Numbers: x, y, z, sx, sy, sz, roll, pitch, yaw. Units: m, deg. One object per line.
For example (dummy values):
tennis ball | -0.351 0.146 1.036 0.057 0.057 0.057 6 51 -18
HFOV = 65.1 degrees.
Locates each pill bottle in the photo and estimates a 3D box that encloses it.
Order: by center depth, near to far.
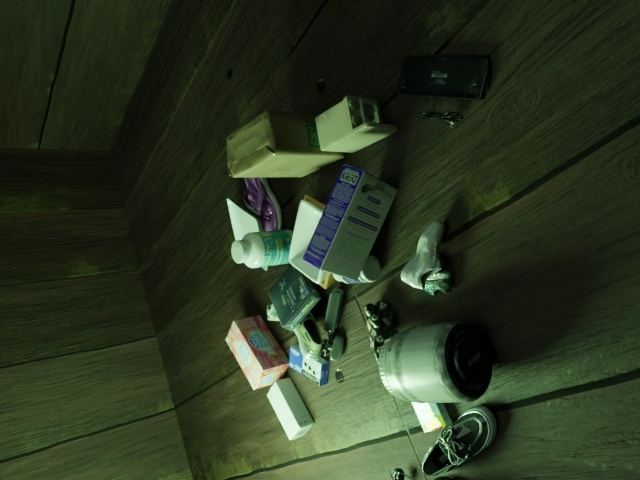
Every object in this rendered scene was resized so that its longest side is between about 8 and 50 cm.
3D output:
pill bottle | 0.122 0.105 1.767 0.169 0.094 0.094 -12 85 51
pill bottle | -0.226 0.034 2.048 0.146 0.264 0.146 10 103 50

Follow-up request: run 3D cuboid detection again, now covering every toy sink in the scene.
toy sink | 0.118 -0.393 1.666 0.234 0.153 0.131 -17 81 51

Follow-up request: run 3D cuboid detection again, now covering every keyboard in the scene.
keyboard | 0.348 -0.442 1.476 0.317 0.033 0.201 24 106 48

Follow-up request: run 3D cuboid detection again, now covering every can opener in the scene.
can opener | 0.057 0.320 1.909 0.093 0.074 0.280 10 107 14

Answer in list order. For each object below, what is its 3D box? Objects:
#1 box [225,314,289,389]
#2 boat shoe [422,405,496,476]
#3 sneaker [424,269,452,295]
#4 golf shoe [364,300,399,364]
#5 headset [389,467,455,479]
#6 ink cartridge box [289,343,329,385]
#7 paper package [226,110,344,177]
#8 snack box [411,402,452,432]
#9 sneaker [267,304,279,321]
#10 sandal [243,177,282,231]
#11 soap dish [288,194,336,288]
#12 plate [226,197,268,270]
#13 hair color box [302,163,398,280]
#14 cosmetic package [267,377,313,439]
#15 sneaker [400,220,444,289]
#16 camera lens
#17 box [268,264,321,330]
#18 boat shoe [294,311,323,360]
box | -0.289 0.501 2.273 0.300 0.154 0.142 51 130 35
boat shoe | 0.399 0.603 1.486 0.113 0.105 0.306 57 134 29
sneaker | 0.334 0.135 1.544 0.167 0.065 0.076 -11 90 52
golf shoe | 0.212 0.334 1.662 0.120 0.105 0.272 95 169 -46
headset | 0.319 0.824 1.525 0.394 0.244 0.185 -164 78 -71
ink cartridge box | -0.050 0.510 2.067 0.207 0.046 0.097 17 107 48
paper package | -0.130 -0.343 1.836 0.310 0.325 0.168 -14 84 51
snack box | 0.345 0.530 1.596 0.100 0.037 0.141 -42 63 44
sneaker | -0.189 0.311 2.201 0.161 0.057 0.075 -11 92 53
sandal | -0.289 -0.197 2.222 0.169 0.102 0.416 -41 64 46
soap dish | 0.000 0.000 1.885 0.229 0.118 0.290 34 120 43
plate | -0.321 -0.036 2.274 0.277 0.045 0.277 35 142 44
hair color box | 0.098 -0.054 1.631 0.110 0.185 0.338 30 97 46
cosmetic package | -0.132 0.725 2.167 0.231 0.086 0.117 57 133 31
sneaker | 0.330 0.048 1.493 0.094 0.080 0.212 31 96 43
camera lens | 0.332 0.354 1.446 0.274 0.220 0.219 -25 76 49
box | -0.108 0.216 1.991 0.183 0.059 0.232 -50 34 14
boat shoe | -0.052 0.334 1.976 0.094 0.109 0.302 -63 36 29
